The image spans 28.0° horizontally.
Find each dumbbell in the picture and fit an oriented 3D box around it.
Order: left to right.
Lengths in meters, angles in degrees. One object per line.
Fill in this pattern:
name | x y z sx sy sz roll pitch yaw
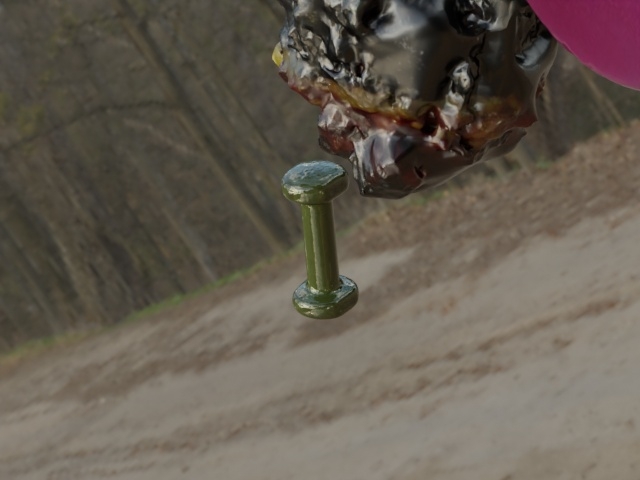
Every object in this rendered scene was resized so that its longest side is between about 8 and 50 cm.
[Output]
dumbbell | 0.000 0.000 0.948 0.046 0.118 0.052 12 32 31

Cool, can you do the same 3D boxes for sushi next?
sushi | 0.052 -0.110 0.748 0.153 0.172 0.150 -47 -30 -56

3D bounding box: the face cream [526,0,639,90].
face cream | 0.165 -0.166 0.449 0.195 0.175 0.175 -25 4 -12
